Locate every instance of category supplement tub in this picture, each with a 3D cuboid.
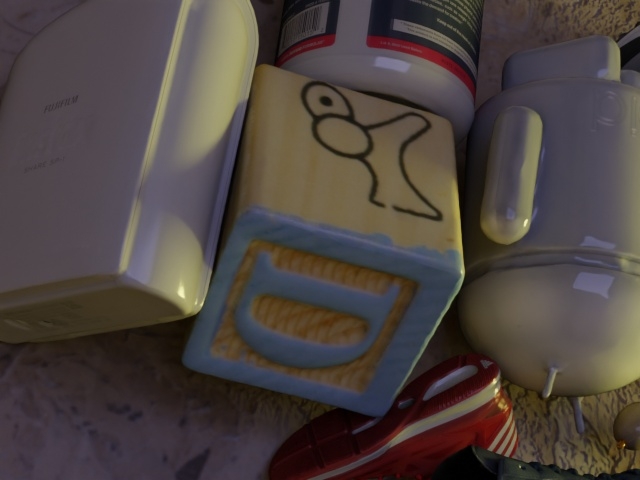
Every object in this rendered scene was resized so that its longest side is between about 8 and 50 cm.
[{"bbox_3d":[0.060,-0.225,1.259,0.191,0.191,0.272,13,68,-12],"label":"supplement tub"}]

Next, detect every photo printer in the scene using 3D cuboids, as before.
[{"bbox_3d":[-0.177,-0.077,1.105,0.107,0.256,0.307,31,60,-40],"label":"photo printer"}]

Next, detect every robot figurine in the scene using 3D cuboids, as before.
[{"bbox_3d":[0.229,-0.010,1.219,0.300,0.200,0.353,29,59,-46],"label":"robot figurine"}]

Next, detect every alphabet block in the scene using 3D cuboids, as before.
[{"bbox_3d":[0.000,0.000,1.123,0.192,0.193,0.197,17,41,-12],"label":"alphabet block"}]

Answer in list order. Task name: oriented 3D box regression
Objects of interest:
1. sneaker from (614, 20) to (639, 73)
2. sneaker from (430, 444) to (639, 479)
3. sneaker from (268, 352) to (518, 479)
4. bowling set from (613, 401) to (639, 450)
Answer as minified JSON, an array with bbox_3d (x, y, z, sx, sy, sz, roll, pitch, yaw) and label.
[{"bbox_3d":[0.416,-0.175,1.344,0.272,0.100,0.108,-6,54,16],"label":"sneaker"},{"bbox_3d":[0.187,0.226,1.125,0.350,0.131,0.148,-17,70,-37],"label":"sneaker"},{"bbox_3d":[0.075,0.200,1.165,0.221,0.087,0.128,-24,115,6],"label":"sneaker"},{"bbox_3d":[0.402,0.146,1.266,0.200,0.154,0.287,53,55,-18],"label":"bowling set"}]
